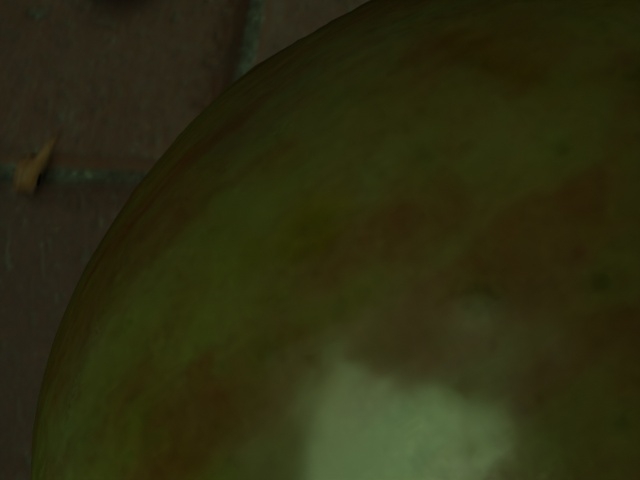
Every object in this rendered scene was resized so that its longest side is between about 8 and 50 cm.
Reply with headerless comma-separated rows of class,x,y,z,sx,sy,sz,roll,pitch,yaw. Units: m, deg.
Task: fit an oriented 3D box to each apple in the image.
apple,0.096,0.090,0.627,0.346,0.391,0.391,-32,58,2
